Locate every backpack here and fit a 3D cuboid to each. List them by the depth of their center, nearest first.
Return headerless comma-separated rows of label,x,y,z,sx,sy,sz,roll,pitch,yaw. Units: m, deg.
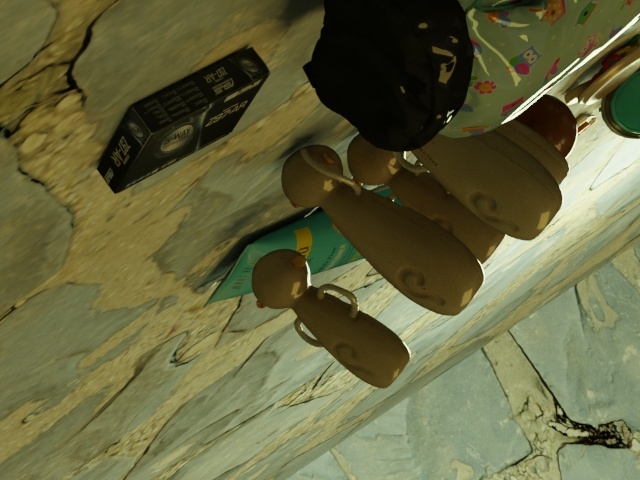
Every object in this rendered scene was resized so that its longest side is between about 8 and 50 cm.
backpack,0.090,-0.131,1.012,0.182,0.115,0.152,-36,168,-22

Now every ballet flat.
ballet flat,0.325,-0.147,1.941,0.213,0.072,0.068,-26,-164,-39

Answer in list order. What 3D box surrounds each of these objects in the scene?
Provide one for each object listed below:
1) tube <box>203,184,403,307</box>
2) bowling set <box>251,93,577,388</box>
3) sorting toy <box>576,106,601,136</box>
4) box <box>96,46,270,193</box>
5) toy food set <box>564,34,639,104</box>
tube,0.000,0.000,1.532,0.207,0.052,0.080,-20,151,-42
bowling set,0.070,-0.050,1.352,0.200,0.154,0.287,-54,-178,-42
sorting toy,0.266,-0.115,2.025,0.083,0.012,0.062,-39,170,15
box,-0.072,-0.063,1.039,0.083,0.018,0.067,-31,169,-34
toy food set,0.265,-0.153,1.818,0.082,0.020,0.083,-31,168,-34
